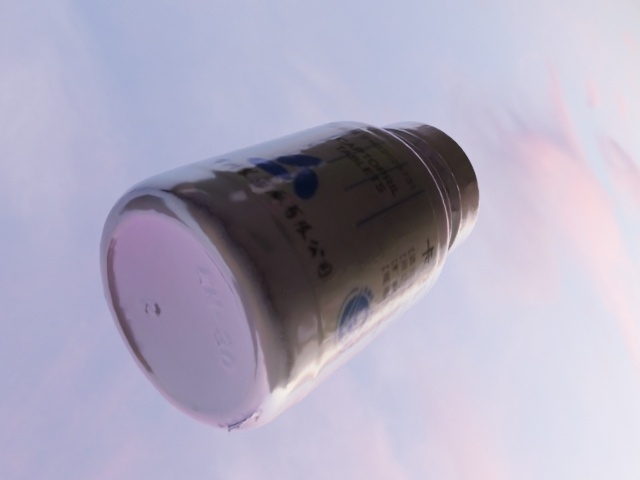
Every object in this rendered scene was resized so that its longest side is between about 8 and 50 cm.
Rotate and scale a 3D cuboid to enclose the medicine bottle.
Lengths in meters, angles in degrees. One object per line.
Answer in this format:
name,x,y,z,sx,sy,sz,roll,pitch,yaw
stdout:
medicine bottle,0.000,0.000,0.451,0.293,0.170,0.170,-28,-91,-48
